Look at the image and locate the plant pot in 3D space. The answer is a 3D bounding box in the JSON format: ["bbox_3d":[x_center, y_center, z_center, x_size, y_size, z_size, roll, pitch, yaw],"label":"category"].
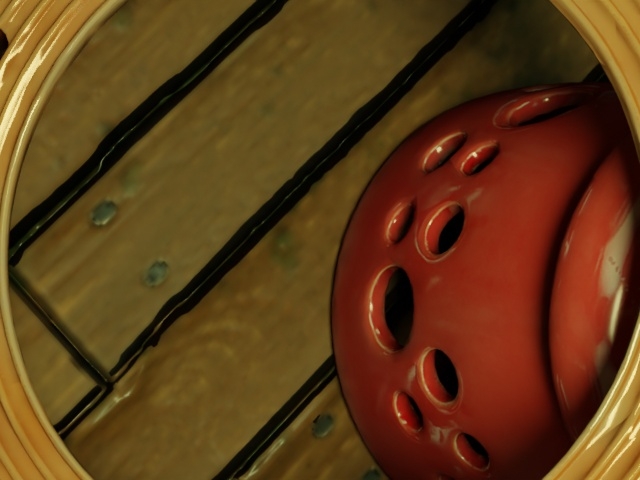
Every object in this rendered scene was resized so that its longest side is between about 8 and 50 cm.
[{"bbox_3d":[0.124,0.033,0.713,0.191,0.174,0.191,-1,93,-27],"label":"plant pot"}]

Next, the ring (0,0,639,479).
[{"bbox_3d":[0.000,0.000,0.622,0.337,0.032,0.336,-2,80,15],"label":"ring"}]
